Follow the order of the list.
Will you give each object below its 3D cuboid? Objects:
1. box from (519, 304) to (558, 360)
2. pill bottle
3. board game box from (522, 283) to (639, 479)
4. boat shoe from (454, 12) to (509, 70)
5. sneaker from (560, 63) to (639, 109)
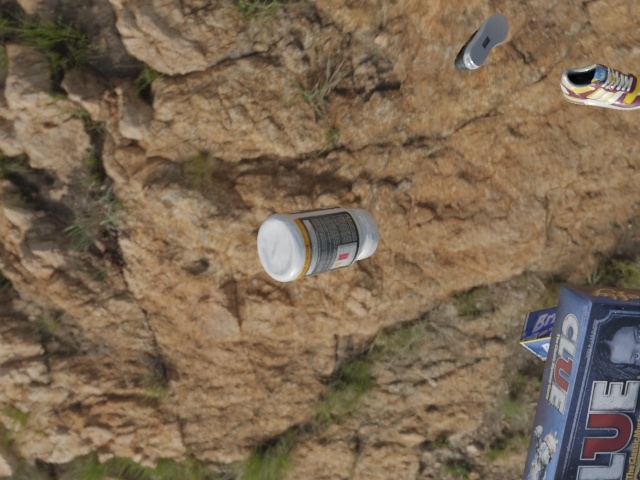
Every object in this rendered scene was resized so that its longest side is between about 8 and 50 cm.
[{"bbox_3d":[0.366,0.122,0.892,0.054,0.059,0.169,36,148,-17],"label":"box"},{"bbox_3d":[0.000,0.000,1.531,0.162,0.279,0.162,12,106,47],"label":"pill bottle"},{"bbox_3d":[0.234,0.157,0.453,0.165,0.042,0.243,4,103,-7],"label":"board game box"},{"bbox_3d":[0.269,-0.333,1.064,0.040,0.142,0.049,-7,126,53],"label":"boat shoe"},{"bbox_3d":[0.567,-0.304,1.241,0.186,0.069,0.084,7,166,28],"label":"sneaker"}]
